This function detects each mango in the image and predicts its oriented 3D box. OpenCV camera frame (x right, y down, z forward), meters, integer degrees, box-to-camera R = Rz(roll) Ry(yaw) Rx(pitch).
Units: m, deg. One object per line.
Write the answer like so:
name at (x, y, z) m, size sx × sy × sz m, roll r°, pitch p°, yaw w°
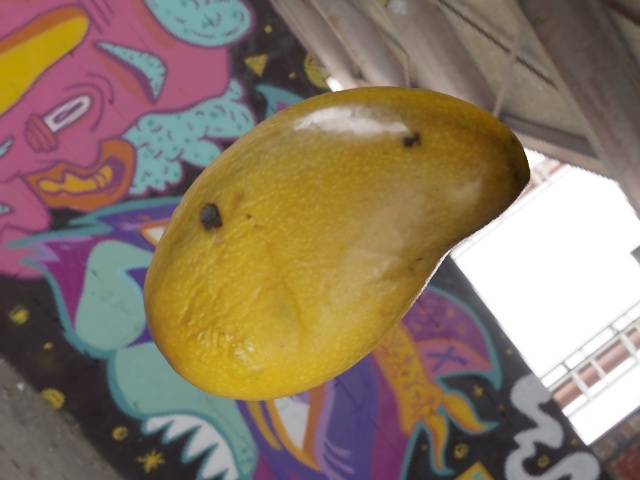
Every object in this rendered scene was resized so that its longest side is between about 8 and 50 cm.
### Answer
mango at (0.000, -0.001, 0.523) m, size 0.157 × 0.262 × 0.109 m, roll 49°, pitch 18°, yaw -14°
